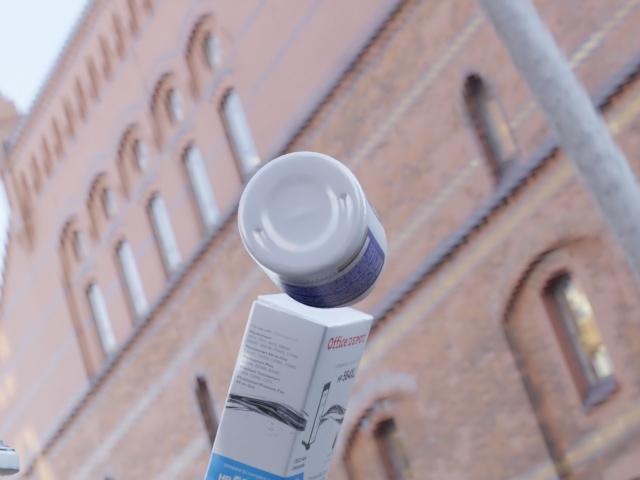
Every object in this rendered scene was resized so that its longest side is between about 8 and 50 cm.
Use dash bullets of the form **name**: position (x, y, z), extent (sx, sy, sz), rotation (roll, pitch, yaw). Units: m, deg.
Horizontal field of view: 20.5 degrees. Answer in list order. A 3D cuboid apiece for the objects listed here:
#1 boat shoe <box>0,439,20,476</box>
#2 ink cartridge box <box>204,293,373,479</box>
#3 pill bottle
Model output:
- **boat shoe**: position (-0.355, 0.164, 1.523), extent (0.219, 0.070, 0.078), rotation (15, -26, -39)
- **ink cartridge box**: position (-0.031, 0.161, 1.765), extent (0.086, 0.203, 0.148), rotation (18, 8, 18)
- **pill bottle**: position (0.000, 0.000, 1.566), extent (0.112, 0.112, 0.186), rotation (-21, -18, 5)
